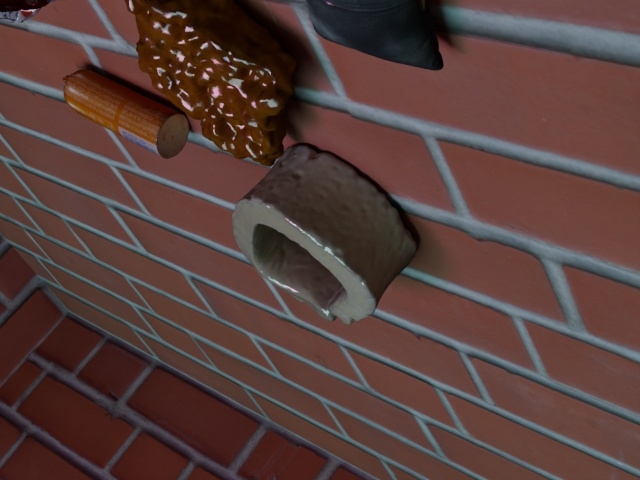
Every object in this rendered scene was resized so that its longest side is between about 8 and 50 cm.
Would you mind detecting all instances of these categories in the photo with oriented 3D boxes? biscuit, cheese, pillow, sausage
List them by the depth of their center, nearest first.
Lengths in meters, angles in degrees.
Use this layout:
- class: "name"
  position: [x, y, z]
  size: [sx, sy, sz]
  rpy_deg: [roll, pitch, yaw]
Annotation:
- class: "pillow"
  position: [0.049, -0.299, 1.308]
  size: [0.186, 0.106, 0.250]
  rpy_deg: [21, 155, 24]
- class: "biscuit"
  position: [-0.171, -0.268, 1.731]
  size: [0.318, 0.110, 0.312]
  rpy_deg: [37, 160, 8]
- class: "cheese"
  position: [0.000, 0.004, 1.922]
  size: [0.292, 0.153, 0.332]
  rpy_deg: [39, 160, 5]
- class: "sausage"
  position: [-0.390, -0.254, 2.151]
  size: [0.312, 0.093, 0.093]
  rpy_deg: [27, 155, 31]

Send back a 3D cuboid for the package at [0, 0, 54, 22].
- class: "package"
  position: [-0.573, -0.411, 1.940]
  size: [0.270, 0.071, 0.194]
  rpy_deg: [0, -168, 8]
